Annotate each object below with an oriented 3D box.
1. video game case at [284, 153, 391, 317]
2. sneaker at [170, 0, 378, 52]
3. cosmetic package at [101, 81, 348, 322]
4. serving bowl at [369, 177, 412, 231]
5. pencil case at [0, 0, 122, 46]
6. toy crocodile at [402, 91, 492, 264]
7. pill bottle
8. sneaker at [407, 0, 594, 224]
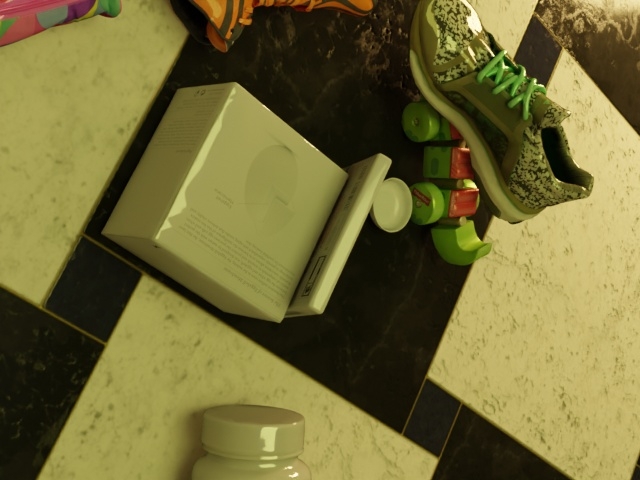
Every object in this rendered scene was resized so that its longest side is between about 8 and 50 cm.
[{"bbox_3d":[0.000,0.000,1.400,0.026,0.206,0.227,30,73,-17],"label":"video game case"},{"bbox_3d":[-0.077,-0.323,1.379,0.321,0.125,0.180,18,85,-29],"label":"sneaker"},{"bbox_3d":[-0.119,-0.046,1.337,0.224,0.138,0.224,37,68,-35],"label":"cosmetic package"},{"bbox_3d":[0.103,-0.055,1.596,0.083,0.027,0.083,-3,94,-40],"label":"serving bowl"},{"bbox_3d":[-0.336,-0.270,1.164,0.236,0.104,0.104,-29,111,-36],"label":"pencil case"},{"bbox_3d":[0.204,-0.131,1.625,0.115,0.105,0.340,-8,98,-40],"label":"toy crocodile"},{"bbox_3d":[-0.094,0.370,1.374,0.161,0.161,0.283,2,92,-40],"label":"pill bottle"},{"bbox_3d":[0.283,-0.208,1.520,0.158,0.182,0.410,-50,118,-30],"label":"sneaker"}]
